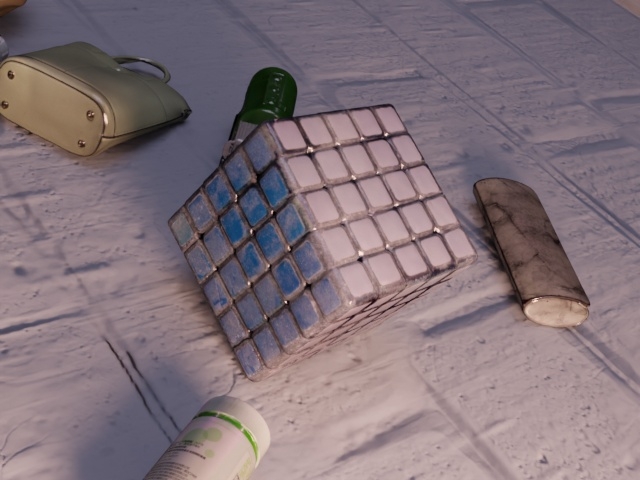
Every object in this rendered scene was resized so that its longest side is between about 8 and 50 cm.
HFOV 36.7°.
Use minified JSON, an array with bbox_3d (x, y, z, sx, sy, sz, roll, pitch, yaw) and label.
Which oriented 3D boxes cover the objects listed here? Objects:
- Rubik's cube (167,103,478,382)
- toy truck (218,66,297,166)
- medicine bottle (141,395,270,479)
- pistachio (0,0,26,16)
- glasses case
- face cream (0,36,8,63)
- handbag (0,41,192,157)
[{"bbox_3d":[0.000,0.000,1.166,0.238,0.237,0.237,-17,75,-43],"label":"Rubik's cube"},{"bbox_3d":[-0.089,-0.168,1.487,0.101,0.125,0.243,17,36,-7],"label":"toy truck"},{"bbox_3d":[-0.126,0.242,0.961,0.086,0.086,0.183,28,35,9],"label":"medicine bottle"},{"bbox_3d":[-0.592,-0.444,1.508,0.207,0.226,0.331,23,22,37],"label":"pistachio"},{"bbox_3d":[0.324,0.011,1.521,0.114,0.060,0.299,9,37,-17],"label":"glasses case"},{"bbox_3d":[-0.524,-0.229,1.360,0.101,0.101,0.252,26,35,7],"label":"face cream"},{"bbox_3d":[-0.339,-0.229,1.501,0.241,0.109,0.315,29,23,8],"label":"handbag"}]
